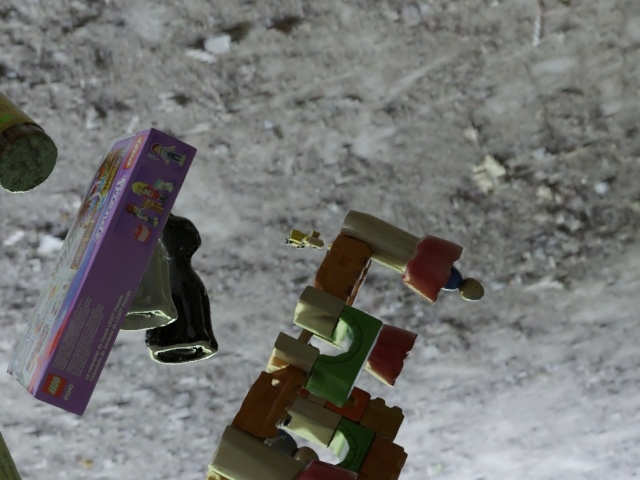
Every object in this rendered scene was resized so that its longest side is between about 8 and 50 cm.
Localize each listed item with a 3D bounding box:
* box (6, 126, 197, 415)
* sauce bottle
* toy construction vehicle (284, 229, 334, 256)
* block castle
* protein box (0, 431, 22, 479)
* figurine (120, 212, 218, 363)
[{"bbox_3d":[-0.237,0.028,1.231,0.057,0.293,0.201,25,172,-21],"label":"box"},{"bbox_3d":[-0.543,-0.201,1.785,0.111,0.344,0.111,-34,144,-29],"label":"sauce bottle"},{"bbox_3d":[0.000,0.000,1.683,0.085,0.035,0.098,19,172,-13],"label":"toy construction vehicle"},{"bbox_3d":[0.029,0.215,1.464,0.212,0.453,0.303,26,140,5],"label":"block castle"},{"bbox_3d":[-0.545,0.295,1.570,0.136,0.200,0.201,-49,135,7],"label":"protein box"},{"bbox_3d":[-0.209,0.025,1.464,0.092,0.210,0.215,-12,154,13],"label":"figurine"}]
